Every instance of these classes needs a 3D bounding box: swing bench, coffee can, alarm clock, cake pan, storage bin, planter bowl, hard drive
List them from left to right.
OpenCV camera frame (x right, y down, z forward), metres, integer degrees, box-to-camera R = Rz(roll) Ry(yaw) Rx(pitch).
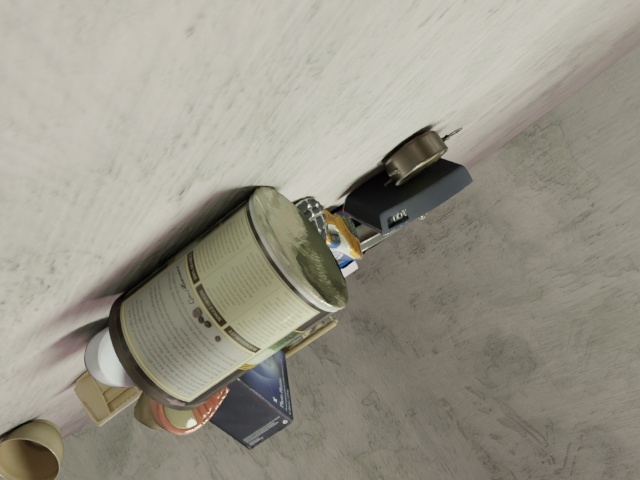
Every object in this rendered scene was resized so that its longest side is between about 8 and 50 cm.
[{"bbox_3d":[-0.721,0.524,1.508,0.162,0.162,0.109,-35,-159,13],"label":"planter bowl"},{"bbox_3d":[-0.408,0.296,1.433,0.260,0.123,0.262,-38,174,28],"label":"storage bin"},{"bbox_3d":[-0.128,0.084,0.847,0.275,0.202,0.201,-36,174,16],"label":"coffee can"},{"bbox_3d":[-0.113,0.250,2.049,0.254,0.253,0.165,-34,174,1],"label":"swing bench"},{"bbox_3d":[0.121,-0.003,1.786,0.293,0.054,0.293,-29,173,-4],"label":"cake pan"},{"bbox_3d":[0.187,-0.112,1.311,0.254,0.054,0.172,-31,-145,-20],"label":"hard drive"},{"bbox_3d":[0.210,-0.183,1.230,0.192,0.064,0.129,-31,174,-3],"label":"alarm clock"}]

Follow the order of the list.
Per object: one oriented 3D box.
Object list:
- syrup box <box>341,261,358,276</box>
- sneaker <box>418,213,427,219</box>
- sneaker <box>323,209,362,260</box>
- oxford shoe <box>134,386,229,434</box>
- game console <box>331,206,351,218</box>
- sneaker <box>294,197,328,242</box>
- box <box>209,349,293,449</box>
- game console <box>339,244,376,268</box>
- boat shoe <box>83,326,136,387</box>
[{"bbox_3d":[0.016,0.119,2.320,0.236,0.093,0.096,-33,137,-2],"label":"syrup box"},{"bbox_3d":[0.282,-0.089,1.786,0.066,0.071,0.188,-31,174,10],"label":"sneaker"},{"bbox_3d":[0.000,0.000,1.366,0.130,0.112,0.296,-24,162,19],"label":"sneaker"},{"bbox_3d":[-0.194,0.186,1.112,0.146,0.141,0.397,-15,-160,44],"label":"oxford shoe"},{"bbox_3d":[0.138,-0.099,1.634,0.341,0.060,0.386,-30,174,1],"label":"game console"},{"bbox_3d":[-0.082,-0.001,1.066,0.109,0.107,0.275,-2,-159,38],"label":"sneaker"},{"bbox_3d":[-0.244,0.393,1.754,0.182,0.294,0.296,-37,-149,13],"label":"box"},{"bbox_3d":[0.118,-0.044,2.054,0.250,0.174,0.293,14,141,-38],"label":"game console"},{"bbox_3d":[-0.354,0.196,1.054,0.102,0.108,0.301,-10,179,5],"label":"boat shoe"}]
